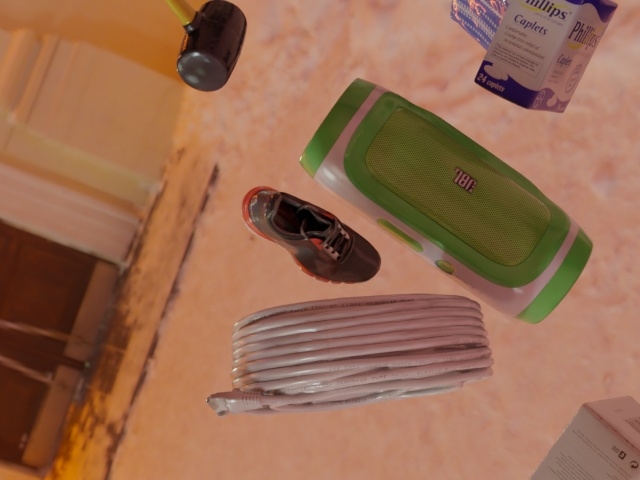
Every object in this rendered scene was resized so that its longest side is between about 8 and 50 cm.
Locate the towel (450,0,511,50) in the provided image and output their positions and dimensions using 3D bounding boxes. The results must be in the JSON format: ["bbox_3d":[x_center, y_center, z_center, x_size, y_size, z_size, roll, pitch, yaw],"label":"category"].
[{"bbox_3d":[0.227,-0.369,1.347,0.336,0.040,0.243,86,158,-44],"label":"towel"}]

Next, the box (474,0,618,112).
[{"bbox_3d":[0.244,-0.213,1.150,0.126,0.072,0.137,-8,-54,-61],"label":"box"}]

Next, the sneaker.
[{"bbox_3d":[0.000,0.000,1.007,0.065,0.158,0.061,0,67,60],"label":"sneaker"}]

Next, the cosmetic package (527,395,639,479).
[{"bbox_3d":[0.435,0.452,1.794,0.155,0.197,0.365,44,112,32],"label":"cosmetic package"}]

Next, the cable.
[{"bbox_3d":[0.038,0.113,1.043,0.257,0.257,0.089,-12,77,19],"label":"cable"}]

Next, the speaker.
[{"bbox_3d":[0.129,-0.041,1.106,0.131,0.296,0.131,-55,-1,-1],"label":"speaker"}]

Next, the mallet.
[{"bbox_3d":[-0.114,-0.169,0.669,0.039,0.190,0.062,-18,48,31],"label":"mallet"}]
